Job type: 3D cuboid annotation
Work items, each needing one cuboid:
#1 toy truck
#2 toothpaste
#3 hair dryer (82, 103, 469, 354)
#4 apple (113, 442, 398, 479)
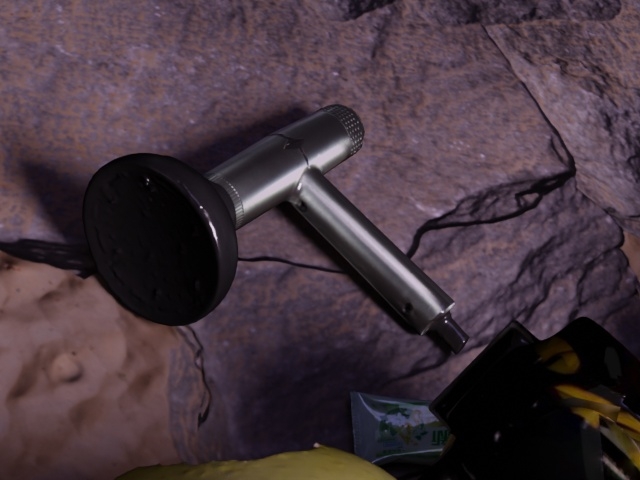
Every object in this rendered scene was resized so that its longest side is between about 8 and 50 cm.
[{"bbox_3d":[0.254,0.234,0.790,0.181,0.254,0.405,-47,65,2],"label":"toy truck"},{"bbox_3d":[0.171,0.178,1.037,0.296,0.048,0.075,6,54,-11],"label":"toothpaste"},{"bbox_3d":[-0.004,-0.005,1.054,0.284,0.156,0.320,39,40,26],"label":"hair dryer"},{"bbox_3d":[-0.045,0.263,0.741,0.279,0.279,0.279,10,50,-12],"label":"apple"}]
